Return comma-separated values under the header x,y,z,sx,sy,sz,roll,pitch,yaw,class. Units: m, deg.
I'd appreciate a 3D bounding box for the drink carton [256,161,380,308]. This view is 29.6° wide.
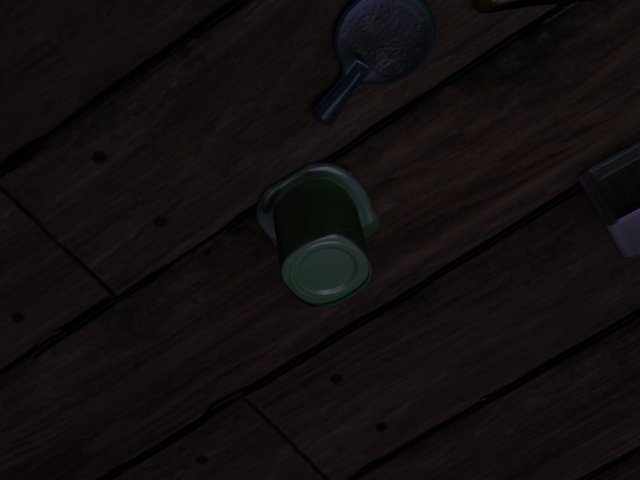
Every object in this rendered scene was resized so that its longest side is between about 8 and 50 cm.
x,y,z,sx,sy,sz,roll,pitch,yaw,class
0.000,0.000,1.574,0.146,0.142,0.144,-29,121,13,drink carton

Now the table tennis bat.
x,y,z,sx,sy,sz,roll,pitch,yaw,class
0.058,-0.225,1.501,0.124,0.033,0.201,31,110,-22,table tennis bat

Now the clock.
x,y,z,sx,sy,sz,roll,pitch,yaw,class
0.450,-0.077,1.577,0.197,0.150,0.063,-30,120,12,clock

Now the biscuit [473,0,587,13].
x,y,z,sx,sy,sz,roll,pitch,yaw,class
0.271,-0.360,1.436,0.174,0.039,0.183,-3,123,-3,biscuit
